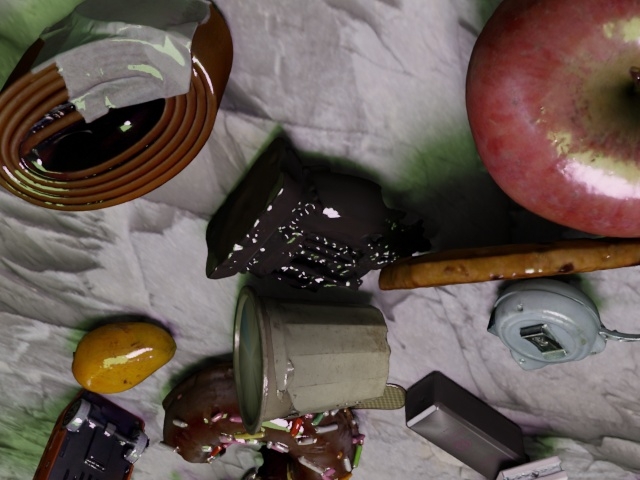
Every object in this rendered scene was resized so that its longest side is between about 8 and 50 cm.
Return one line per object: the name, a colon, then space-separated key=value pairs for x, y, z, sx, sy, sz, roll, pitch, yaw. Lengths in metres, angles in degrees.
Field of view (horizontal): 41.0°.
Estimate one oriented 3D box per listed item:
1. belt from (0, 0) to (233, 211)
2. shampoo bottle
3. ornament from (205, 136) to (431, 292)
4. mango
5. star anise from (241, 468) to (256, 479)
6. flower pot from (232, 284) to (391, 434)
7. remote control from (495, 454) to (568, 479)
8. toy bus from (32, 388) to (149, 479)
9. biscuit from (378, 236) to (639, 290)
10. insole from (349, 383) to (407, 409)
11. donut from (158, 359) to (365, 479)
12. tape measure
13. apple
belt: x=-0.258 y=-0.171 z=1.048 sx=0.339 sy=0.122 sz=0.217 roll=-26 pitch=124 yaw=24
shampoo bottle: x=0.251 y=0.318 z=1.412 sx=0.246 sy=0.079 sz=0.080 roll=35 pitch=123 yaw=-22
ornament: x=0.000 y=0.000 z=1.182 sx=0.260 sy=0.106 sz=0.251 roll=24 pitch=133 yaw=-25
mango: x=-0.314 y=0.180 z=1.341 sx=0.165 sy=0.089 sz=0.115 roll=-30 pitch=122 yaw=21
star anise: x=-0.164 y=0.510 z=1.588 sx=0.231 sy=0.089 sz=0.209 roll=4 pitch=121 yaw=-14
flower pot: x=-0.014 y=0.174 z=1.244 sx=0.203 sy=0.212 sz=0.212 roll=3 pitch=129 yaw=-16
remote control: x=0.338 y=0.449 z=1.470 sx=0.103 sy=0.055 sz=0.277 roll=-13 pitch=145 yaw=-10
toy bus: x=-0.400 y=0.413 z=1.378 sx=0.143 sy=0.329 sz=0.153 roll=37 pitch=124 yaw=-23
biscuit: x=0.250 y=0.027 z=1.062 sx=0.359 sy=0.359 sz=0.046 roll=-6 pitch=87 yaw=9
insole: x=0.020 y=0.268 z=1.438 sx=0.253 sy=0.005 sz=0.086 roll=-6 pitch=128 yaw=8
donut: x=-0.071 y=0.330 z=1.409 sx=0.259 sy=0.136 sz=0.345 roll=-29 pitch=121 yaw=28
tape measure: x=0.384 y=0.102 z=1.181 sx=0.164 sy=0.084 sz=0.330 roll=37 pitch=142 yaw=-26
apple: x=0.331 y=-0.161 z=0.927 sx=0.345 sy=0.269 sz=0.344 roll=2 pitch=100 yaw=10
